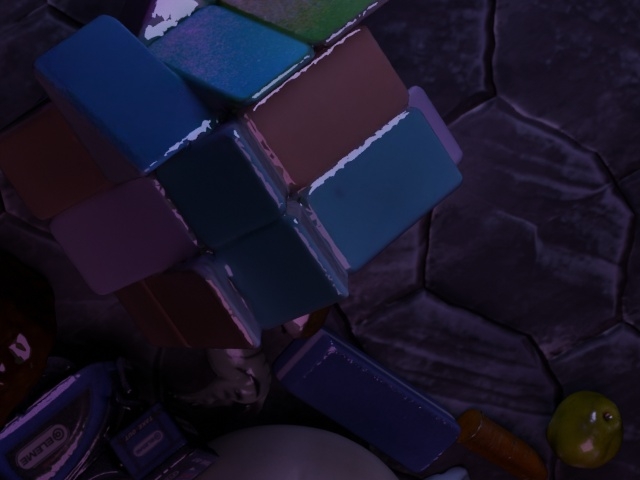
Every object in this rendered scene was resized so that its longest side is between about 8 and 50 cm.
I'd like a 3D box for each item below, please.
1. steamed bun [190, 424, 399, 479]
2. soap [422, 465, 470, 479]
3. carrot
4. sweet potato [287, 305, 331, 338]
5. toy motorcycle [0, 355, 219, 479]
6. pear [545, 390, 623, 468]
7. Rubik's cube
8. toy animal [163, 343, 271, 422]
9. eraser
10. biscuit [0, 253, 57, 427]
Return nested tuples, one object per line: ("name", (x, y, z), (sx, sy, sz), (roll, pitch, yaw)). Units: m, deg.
("steamed bun", (-0.042, 0.348, 1.875), (0.324, 0.206, 0.324), (4, 124, 6))
("soap", (0.152, 0.378, 2.013), (0.119, 0.066, 0.198), (-22, 120, 1))
("carrot", (0.219, 0.245, 1.963), (0.139, 0.048, 0.048), (33, 109, -26))
("sweet potato", (0.000, 0.000, 1.775), (0.077, 0.077, 0.244), (9, 119, -14))
("toy motorcycle", (-0.301, 0.273, 1.781), (0.358, 0.212, 0.125), (-40, 159, 4))
("pear", (0.307, 0.222, 1.943), (0.092, 0.092, 0.097), (27, 153, -21))
("Rubik's cube", (-0.076, -0.090, 1.562), (0.387, 0.368, 0.358), (-33, 104, 9))
("toy animal", (-0.091, 0.109, 1.799), (0.176, 0.073, 0.217), (-2, 123, 16))
("eraser", (0.054, 0.181, 1.904), (0.225, 0.036, 0.082), (34, 108, -24))
("biscuit", (-0.485, 0.110, 1.656), (0.342, 0.166, 0.395), (-44, 133, 14))
